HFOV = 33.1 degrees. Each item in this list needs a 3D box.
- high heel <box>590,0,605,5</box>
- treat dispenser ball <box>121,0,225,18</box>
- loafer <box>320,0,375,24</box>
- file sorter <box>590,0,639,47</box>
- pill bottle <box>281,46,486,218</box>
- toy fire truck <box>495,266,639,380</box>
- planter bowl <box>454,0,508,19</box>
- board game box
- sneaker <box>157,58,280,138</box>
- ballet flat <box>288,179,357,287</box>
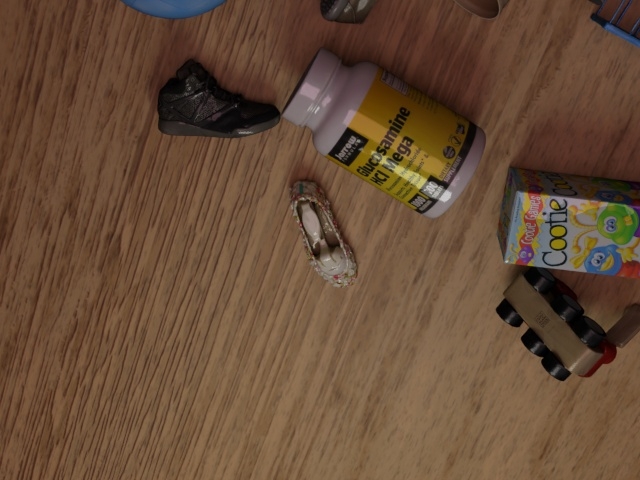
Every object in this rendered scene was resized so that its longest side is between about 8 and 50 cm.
[{"bbox_3d":[0.422,-0.540,1.811,0.261,0.093,0.186,35,88,3],"label":"high heel"},{"bbox_3d":[-0.241,-0.506,1.743,0.288,0.288,0.288,1,112,4],"label":"treat dispenser ball"},{"bbox_3d":[0.096,-0.475,1.849,0.087,0.094,0.251,20,125,-31],"label":"loafer"},{"bbox_3d":[0.569,-0.375,1.831,0.170,0.118,0.104,27,109,-7],"label":"file sorter"},{"bbox_3d":[0.108,-0.195,1.900,0.334,0.188,0.188,30,111,-8],"label":"pill bottle"},{"bbox_3d":[0.493,0.148,2.037,0.246,0.217,0.158,13,121,-47],"label":"toy fire truck"},{"bbox_3d":[0.273,-0.468,1.806,0.162,0.162,0.109,45,81,-13],"label":"planter bowl"},{"bbox_3d":[0.475,-0.033,1.963,0.275,0.144,0.142,6,112,1],"label":"board game box"},{"bbox_3d":[-0.187,-0.257,1.951,0.227,0.087,0.130,4,119,8],"label":"sneaker"},{"bbox_3d":[0.000,0.000,2.048,0.091,0.077,0.241,-23,109,12],"label":"ballet flat"}]
